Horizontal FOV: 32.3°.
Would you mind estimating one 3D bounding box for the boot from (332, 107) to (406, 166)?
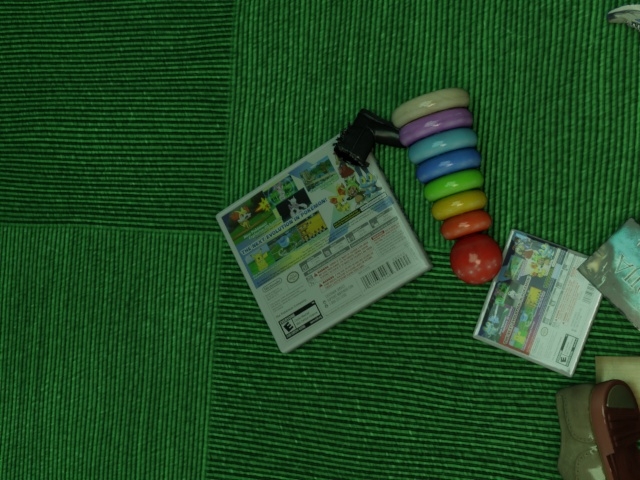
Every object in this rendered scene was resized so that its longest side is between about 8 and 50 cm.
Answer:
[{"bbox_3d":[0.090,-0.172,1.959,0.121,0.045,0.099,30,67,10],"label":"boot"}]

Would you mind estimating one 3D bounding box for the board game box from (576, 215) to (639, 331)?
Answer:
[{"bbox_3d":[0.525,0.069,1.784,0.186,0.026,0.126,45,101,11],"label":"board game box"}]

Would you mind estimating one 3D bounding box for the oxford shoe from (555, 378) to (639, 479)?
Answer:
[{"bbox_3d":[0.457,0.398,1.783,0.130,0.123,0.348,-10,84,49],"label":"oxford shoe"}]

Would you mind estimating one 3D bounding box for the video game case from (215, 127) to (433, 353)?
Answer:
[{"bbox_3d":[0.000,0.000,2.023,0.329,0.036,0.300,-32,75,19],"label":"video game case"}]

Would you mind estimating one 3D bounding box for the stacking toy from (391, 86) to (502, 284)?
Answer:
[{"bbox_3d":[0.233,-0.086,1.885,0.141,0.141,0.330,-19,85,21],"label":"stacking toy"}]

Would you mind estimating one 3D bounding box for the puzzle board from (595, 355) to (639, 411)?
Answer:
[{"bbox_3d":[0.515,0.237,1.803,0.128,0.011,0.096,-2,87,24],"label":"puzzle board"}]

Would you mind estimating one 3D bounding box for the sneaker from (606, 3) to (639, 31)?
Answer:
[{"bbox_3d":[0.535,-0.356,1.807,0.135,0.052,0.058,5,93,24],"label":"sneaker"}]

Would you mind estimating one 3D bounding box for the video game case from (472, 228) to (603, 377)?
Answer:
[{"bbox_3d":[0.374,0.104,1.865,0.183,0.023,0.201,22,97,22],"label":"video game case"}]
